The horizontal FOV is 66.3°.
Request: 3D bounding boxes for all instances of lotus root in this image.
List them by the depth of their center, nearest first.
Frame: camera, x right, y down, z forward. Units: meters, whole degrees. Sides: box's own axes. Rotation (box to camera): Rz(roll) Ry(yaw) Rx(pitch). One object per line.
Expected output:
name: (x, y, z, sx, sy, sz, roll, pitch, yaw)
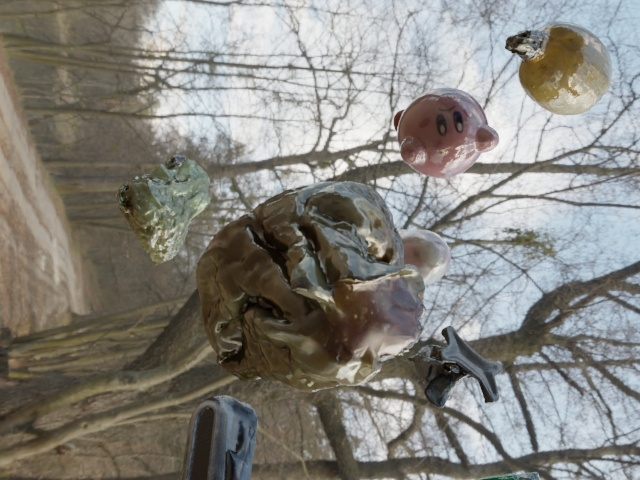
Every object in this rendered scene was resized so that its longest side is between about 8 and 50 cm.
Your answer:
lotus root: (0.539, -0.402, 1.119, 0.182, 0.309, 0.183, -30, -130, 45)

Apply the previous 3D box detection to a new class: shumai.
shumai: (-0.024, 0.044, 0.435, 0.185, 0.218, 0.184, 1, 72, -85)
shumai: (-0.344, -0.075, 1.128, 0.189, 0.218, 0.256, 53, -20, -9)

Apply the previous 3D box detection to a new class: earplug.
earplug: (0.231, 0.045, 1.188, 0.301, 0.172, 0.173, 129, -44, -85)

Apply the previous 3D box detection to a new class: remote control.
remote control: (-0.130, 0.296, 0.543, 0.090, 0.066, 0.266, -27, -143, 26)

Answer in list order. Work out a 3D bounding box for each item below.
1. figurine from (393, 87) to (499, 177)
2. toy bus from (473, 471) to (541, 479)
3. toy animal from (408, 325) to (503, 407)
figurine: (0.225, -0.196, 0.907, 0.173, 0.173, 0.173, 176, -90, -66)
toy bus: (0.265, 0.522, 0.676, 0.344, 0.199, 0.184, -83, 151, -52)
toy animal: (0.208, 0.239, 0.845, 0.117, 0.121, 0.210, -57, 178, -23)
